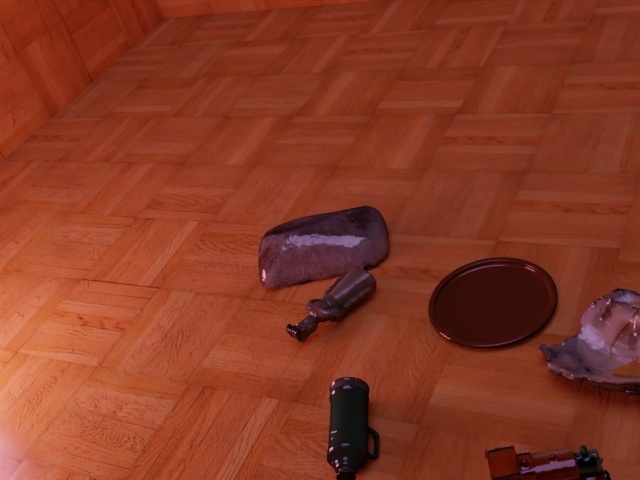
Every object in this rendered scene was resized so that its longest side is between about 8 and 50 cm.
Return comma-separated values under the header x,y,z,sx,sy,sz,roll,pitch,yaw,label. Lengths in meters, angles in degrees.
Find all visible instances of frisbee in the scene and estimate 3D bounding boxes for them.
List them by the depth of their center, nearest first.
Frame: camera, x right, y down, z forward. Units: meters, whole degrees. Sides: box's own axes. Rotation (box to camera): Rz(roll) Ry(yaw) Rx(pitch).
x,y,z,sx,sy,sz,roll,pitch,yaw,label
0.333,0.119,1.638,0.250,0.021,0.251,-12,37,9,frisbee

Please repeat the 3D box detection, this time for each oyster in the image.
x,y,z,sx,sy,sz,roll,pitch,yaw,label
0.519,0.182,1.401,0.275,0.100,0.271,-35,37,18,oyster

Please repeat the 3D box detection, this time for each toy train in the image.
x,y,z,sx,sy,sz,roll,pitch,yaw,label
0.338,0.349,1.249,0.175,0.118,0.074,-13,39,12,toy train

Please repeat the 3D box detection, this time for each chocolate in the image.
x,y,z,sx,sy,sz,roll,pitch,yaw,label
0.000,0.000,1.889,0.303,0.101,0.185,-11,33,7,chocolate

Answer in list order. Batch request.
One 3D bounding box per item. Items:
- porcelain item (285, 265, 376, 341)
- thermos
x,y,z,sx,sy,sz,roll,pitch,yaw,label
0.020,0.136,1.729,0.213,0.054,0.084,-39,38,-26,porcelain item
0.050,0.332,1.453,0.073,0.083,0.188,-29,32,25,thermos
